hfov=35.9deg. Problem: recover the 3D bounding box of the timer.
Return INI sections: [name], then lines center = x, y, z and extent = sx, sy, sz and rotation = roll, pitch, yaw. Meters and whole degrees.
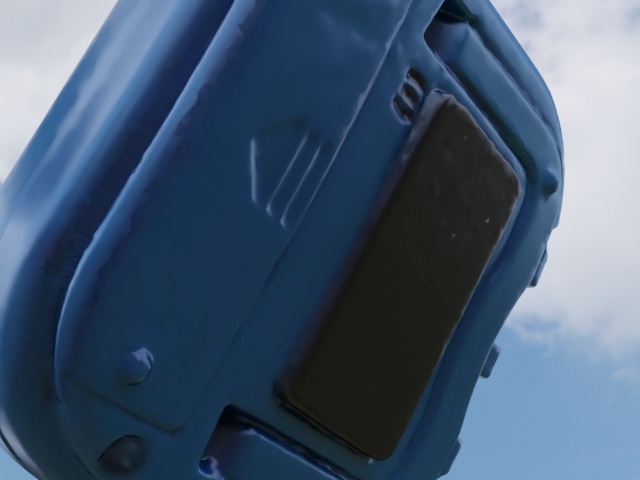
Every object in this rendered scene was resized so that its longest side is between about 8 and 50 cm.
[timer]
center = 0.000, 0.000, 0.523
extent = 0.309, 0.115, 0.340
rotation = 41, -108, -43
